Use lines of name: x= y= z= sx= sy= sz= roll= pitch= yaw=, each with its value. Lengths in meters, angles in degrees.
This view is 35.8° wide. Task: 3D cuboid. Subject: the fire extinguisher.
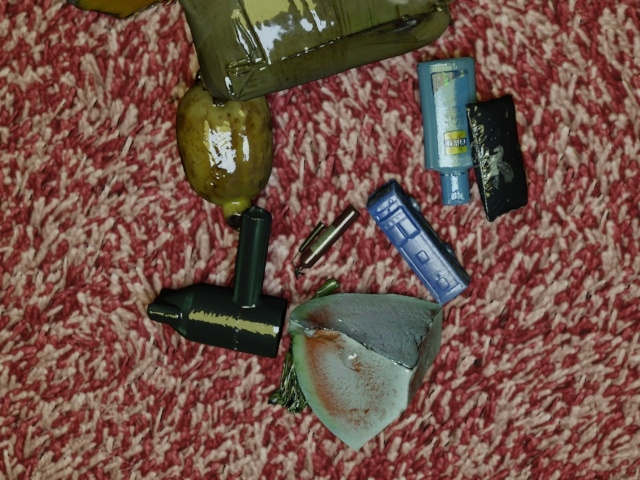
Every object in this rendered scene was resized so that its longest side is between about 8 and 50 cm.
fire extinguisher: x=0.000 y=0.000 z=1.820 sx=0.049 sy=0.035 sz=0.173 roll=42 pitch=96 yaw=-7

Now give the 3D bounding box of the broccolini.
broccolini: x=0.000 y=0.205 z=1.848 sx=0.123 sy=0.062 sz=0.271 roll=19 pitch=97 yaw=-10

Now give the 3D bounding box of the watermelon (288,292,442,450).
watermelon: x=0.083 y=0.238 z=1.749 sx=0.320 sy=0.213 sz=0.290 roll=10 pitch=94 yaw=-28

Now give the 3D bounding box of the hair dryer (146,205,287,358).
hair dryer: x=-0.174 y=0.058 z=1.766 sx=0.244 sy=0.116 sz=0.302 roll=11 pitch=120 yaw=1

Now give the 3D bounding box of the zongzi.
zongzi: x=0.002 y=-0.496 z=1.559 sx=0.500 sy=0.218 sz=0.467 roll=-17 pitch=108 yaw=-8

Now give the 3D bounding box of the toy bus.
toy bus: x=0.177 y=0.002 z=1.777 sx=0.079 sy=0.094 sz=0.236 roll=-37 pitch=95 yaw=9

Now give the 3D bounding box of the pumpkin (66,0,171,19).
pumpkin: x=-0.345 y=-0.533 z=1.669 sx=0.256 sy=0.225 sz=0.303 roll=5 pitch=94 yaw=-1

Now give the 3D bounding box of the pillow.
pillow: x=0.311 y=-0.146 z=1.734 sx=0.055 sy=0.141 sz=0.208 roll=-5 pitch=100 yaw=43

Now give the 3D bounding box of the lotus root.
lotus root: x=-0.168 y=-0.171 z=1.746 sx=0.169 sy=0.141 sz=0.314 roll=-6 pitch=100 yaw=-11

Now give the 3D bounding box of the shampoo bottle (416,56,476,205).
shampoo bottle: x=0.232 y=-0.191 z=1.758 sx=0.103 sy=0.061 sz=0.258 roll=-6 pitch=99 yaw=0
